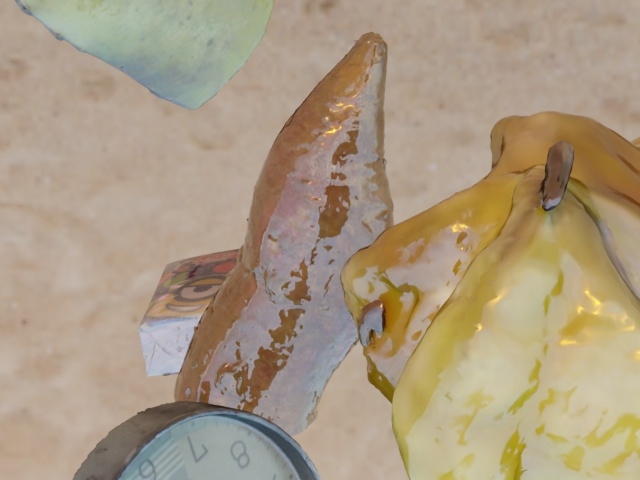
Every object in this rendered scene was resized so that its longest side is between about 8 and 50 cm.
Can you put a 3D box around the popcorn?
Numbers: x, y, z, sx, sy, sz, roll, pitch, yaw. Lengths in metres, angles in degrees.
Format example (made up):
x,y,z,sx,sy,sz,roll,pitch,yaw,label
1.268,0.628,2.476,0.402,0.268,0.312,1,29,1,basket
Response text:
x,y,z,sx,sy,sz,roll,pitch,yaw,label
0.160,0.060,1.006,0.316,0.297,0.281,20,136,-17,popcorn

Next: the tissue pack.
x,y,z,sx,sy,sz,roll,pitch,yaw,label
-0.097,0.060,1.595,0.109,0.060,0.148,-8,-158,10,tissue pack

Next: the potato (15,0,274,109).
x,y,z,sx,sy,sz,roll,pitch,yaw,label
-0.220,-0.354,2.011,0.213,0.330,0.280,-38,155,25,potato

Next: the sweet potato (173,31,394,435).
x,y,z,sx,sy,sz,roll,pitch,yaw,label
-0.001,0.000,1.395,0.131,0.336,0.131,22,-163,-7,sweet potato

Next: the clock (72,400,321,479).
x,y,z,sx,sy,sz,roll,pitch,yaw,label
-0.078,0.213,1.164,0.215,0.214,0.042,18,165,-39,clock
